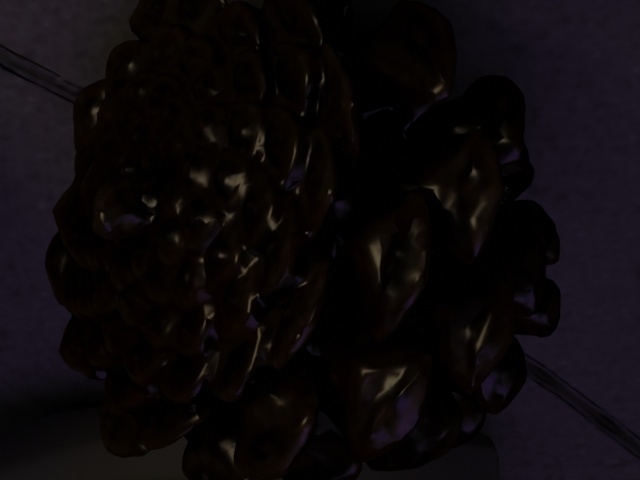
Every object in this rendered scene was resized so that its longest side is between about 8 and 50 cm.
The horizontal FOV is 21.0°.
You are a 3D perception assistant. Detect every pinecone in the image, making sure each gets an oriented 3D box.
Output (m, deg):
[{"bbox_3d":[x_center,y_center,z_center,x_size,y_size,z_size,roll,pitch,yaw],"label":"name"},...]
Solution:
[{"bbox_3d":[0.000,0.000,0.644,0.207,0.208,0.208,0,134,0],"label":"pinecone"}]

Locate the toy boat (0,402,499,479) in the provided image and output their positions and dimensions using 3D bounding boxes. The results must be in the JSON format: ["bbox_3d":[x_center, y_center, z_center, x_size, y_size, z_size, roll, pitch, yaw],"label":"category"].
[{"bbox_3d":[-0.046,0.151,0.824,0.269,0.141,0.141,-2,134,6],"label":"toy boat"}]
